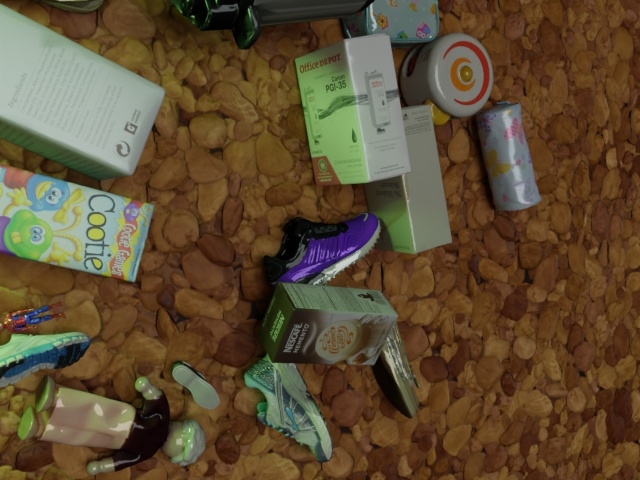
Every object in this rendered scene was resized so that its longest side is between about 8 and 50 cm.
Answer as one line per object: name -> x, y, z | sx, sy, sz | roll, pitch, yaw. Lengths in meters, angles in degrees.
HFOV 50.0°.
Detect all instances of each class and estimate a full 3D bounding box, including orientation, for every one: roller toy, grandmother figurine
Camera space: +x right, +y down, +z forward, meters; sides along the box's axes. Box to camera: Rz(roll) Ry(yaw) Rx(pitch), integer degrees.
roller toy -> 0.294, -0.374, 1.587 | 0.209, 0.146, 0.191 | -23, 103, -26
grandmother figurine -> -0.363, 0.346, 1.285 | 0.342, 0.104, 0.207 | 26, 107, -31

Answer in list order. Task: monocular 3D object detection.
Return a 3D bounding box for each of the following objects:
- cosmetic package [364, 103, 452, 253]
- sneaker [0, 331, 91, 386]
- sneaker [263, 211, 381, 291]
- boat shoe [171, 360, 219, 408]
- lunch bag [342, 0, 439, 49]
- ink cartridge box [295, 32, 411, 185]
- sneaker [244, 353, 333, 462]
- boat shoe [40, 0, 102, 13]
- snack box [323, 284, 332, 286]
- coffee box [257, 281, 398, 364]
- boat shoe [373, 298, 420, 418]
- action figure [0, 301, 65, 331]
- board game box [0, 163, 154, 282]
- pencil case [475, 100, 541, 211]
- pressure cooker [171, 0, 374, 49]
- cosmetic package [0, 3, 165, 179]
cosmetic package -> 0.181, -0.135, 1.530 | 0.113, 0.160, 0.309 | -15, 99, -27
sneaker -> -0.501, 0.188, 1.211 | 0.191, 0.083, 0.071 | -11, 132, -49
sneaker -> 0.000, 0.000, 1.465 | 0.293, 0.102, 0.146 | -38, 109, -23
boat shoe -> -0.250, 0.288, 1.374 | 0.046, 0.038, 0.125 | -44, 112, 0
lunch bag -> 0.156, -0.561, 1.522 | 0.224, 0.108, 0.279 | -9, 98, -32
ink cartridge box -> 0.063, -0.264, 1.427 | 0.117, 0.207, 0.282 | -15, 99, -30
sneaker -> -0.069, 0.363, 1.462 | 0.122, 0.110, 0.283 | -28, 104, -7
boat shoe -> -0.510, -0.456, 1.151 | 0.302, 0.098, 0.109 | 5, 90, -30
snack box -> 0.019, 0.175, 1.522 | 0.100, 0.037, 0.141 | 25, 81, -27
coffee box -> 0.015, 0.174, 1.412 | 0.247, 0.098, 0.141 | 6, 119, -29
boat shoe -> 0.172, 0.274, 1.577 | 0.089, 0.105, 0.285 | -28, 105, -23
action figure -> -0.516, 0.138, 1.221 | 0.115, 0.030, 0.038 | -15, 105, -26
board game box -> -0.452, -0.030, 1.181 | 0.275, 0.144, 0.142 | 15, 86, -29
pencil case -> 0.472, -0.207, 1.718 | 0.124, 0.113, 0.273 | -26, 105, -35
pressure cooker -> -0.118, -0.568, 1.204 | 0.421, 0.370, 0.375 | -16, 136, -26
cosmetic package -> -0.507, -0.259, 1.090 | 0.453, 0.230, 0.161 | 24, 80, -29
